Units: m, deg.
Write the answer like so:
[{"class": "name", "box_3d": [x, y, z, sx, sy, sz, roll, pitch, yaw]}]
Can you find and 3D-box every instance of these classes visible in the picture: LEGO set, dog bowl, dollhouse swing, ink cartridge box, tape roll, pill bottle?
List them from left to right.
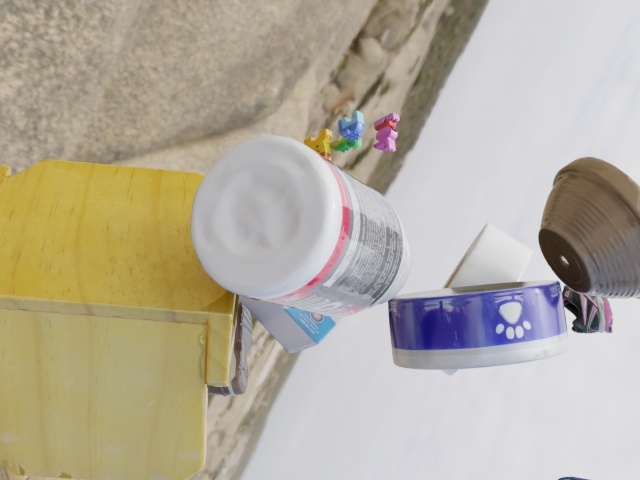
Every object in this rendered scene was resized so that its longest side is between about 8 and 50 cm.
[{"class": "dollhouse swing", "box_3d": [-0.287, 0.113, 1.061, 0.305, 0.347, 0.315, 97, -4, -46]}, {"class": "ink cartridge box", "box_3d": [-0.015, 0.078, 1.712, 0.270, 0.198, 0.197, -44, -176, -24]}, {"class": "pill bottle", "box_3d": [0.000, 0.000, 0.944, 0.176, 0.176, 0.318, -64, 152, 2]}, {"class": "LEGO set", "box_3d": [0.039, -0.165, 1.477, 0.227, 0.087, 0.093, -24, -119, 36]}, {"class": "tape roll", "box_3d": [0.277, 0.111, 1.460, 0.286, 0.100, 0.286, -56, 173, -11]}, {"class": "dog bowl", "box_3d": [0.236, 0.125, 1.187, 0.265, 0.265, 0.104, 70, 13, -88]}]

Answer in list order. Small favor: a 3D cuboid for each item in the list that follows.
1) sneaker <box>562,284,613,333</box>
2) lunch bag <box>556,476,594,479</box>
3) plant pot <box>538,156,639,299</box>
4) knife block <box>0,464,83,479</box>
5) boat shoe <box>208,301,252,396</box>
[{"class": "sneaker", "box_3d": [0.465, 0.087, 1.399, 0.072, 0.077, 0.178, 67, 15, -53]}, {"class": "lunch bag", "box_3d": [0.569, 0.608, 1.611, 0.090, 0.176, 0.219, -24, 108, -55]}, {"class": "plant pot", "box_3d": [0.404, 0.002, 1.159, 0.110, 0.237, 0.237, -31, 172, -10]}, {"class": "knife block", "box_3d": [-0.403, 0.412, 1.212, 0.276, 0.242, 0.088, -16, 159, -34]}, {"class": "boat shoe", "box_3d": [-0.210, 0.229, 1.707, 0.257, 0.095, 0.095, -90, 166, -52]}]
